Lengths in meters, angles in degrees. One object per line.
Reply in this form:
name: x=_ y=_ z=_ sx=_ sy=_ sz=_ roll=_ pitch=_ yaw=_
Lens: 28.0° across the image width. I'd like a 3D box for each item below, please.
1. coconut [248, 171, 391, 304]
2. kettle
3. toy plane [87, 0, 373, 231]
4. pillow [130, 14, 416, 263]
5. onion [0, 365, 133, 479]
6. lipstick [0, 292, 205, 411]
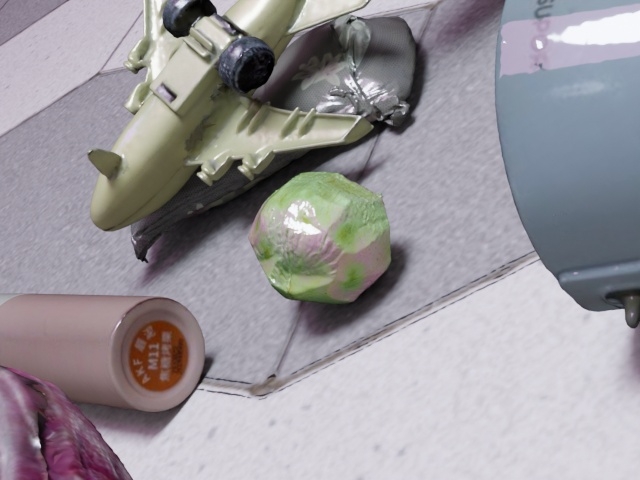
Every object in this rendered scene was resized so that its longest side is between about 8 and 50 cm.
coconut: x=0.000 y=0.000 z=0.736 sx=0.081 sy=0.083 sz=0.082 roll=-53 pitch=-10 yaw=-28
kettle: x=0.204 y=-0.037 z=0.486 sx=0.243 sy=0.160 sz=0.210 roll=-5 pitch=60 yaw=39
toy plane: x=-0.079 y=-0.105 z=0.881 sx=0.244 sy=0.092 sz=0.229 roll=-46 pitch=60 yaw=-1
pillow: x=-0.043 y=-0.089 z=0.950 sx=0.255 sy=0.059 sz=0.169 roll=-28 pitch=31 yaw=18
onion: x=-0.134 y=0.209 z=0.493 sx=0.267 sy=0.159 sz=0.349 roll=-53 pitch=31 yaw=-4
lipstick: x=-0.178 y=0.070 z=0.853 sx=0.254 sy=0.070 sz=0.070 roll=-2 pitch=44 yaw=49
